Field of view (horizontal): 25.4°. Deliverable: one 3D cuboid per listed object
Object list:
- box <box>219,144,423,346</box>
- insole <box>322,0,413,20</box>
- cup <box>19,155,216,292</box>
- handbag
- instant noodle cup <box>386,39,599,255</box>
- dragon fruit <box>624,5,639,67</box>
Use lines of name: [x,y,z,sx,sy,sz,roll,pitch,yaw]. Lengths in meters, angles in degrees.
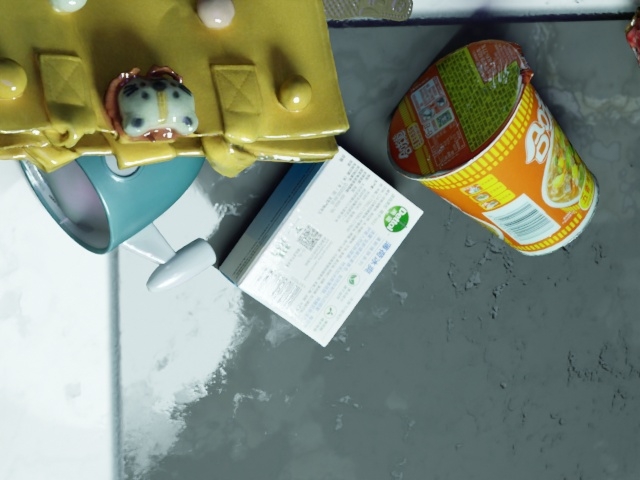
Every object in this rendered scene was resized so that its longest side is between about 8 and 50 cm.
box: [0.000,0.000,1.610,0.139,0.073,0.194,36,89,-28]
insole: [0.044,-0.266,1.590,0.135,0.002,0.045,3,105,-25]
cup: [-0.196,-0.095,1.451,0.173,0.167,0.299,-35,102,-25]
handbag: [-0.176,-0.199,1.361,0.401,0.133,0.283,0,66,-25]
instant noodle cup: [0.213,-0.093,1.630,0.212,0.193,0.193,40,87,-35]
dragon fruit: [0.456,-0.282,1.699,0.205,0.152,0.317,-20,128,2]
